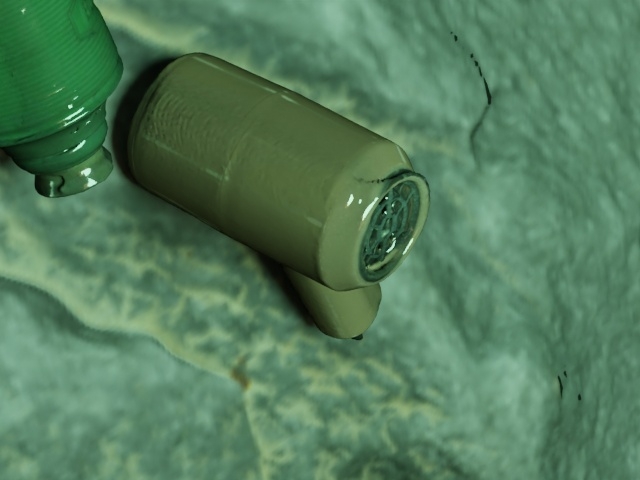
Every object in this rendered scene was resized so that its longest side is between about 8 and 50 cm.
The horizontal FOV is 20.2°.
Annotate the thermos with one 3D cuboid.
[{"bbox_3d":[-0.124,-0.095,0.630,0.083,0.073,0.188,-39,126,-26],"label":"thermos"}]

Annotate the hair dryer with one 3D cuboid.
[{"bbox_3d":[0.000,0.000,0.761,0.064,0.117,0.182,-55,151,-14],"label":"hair dryer"}]
